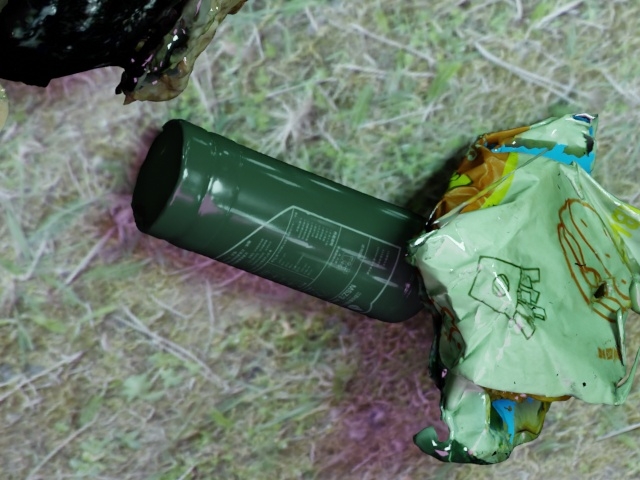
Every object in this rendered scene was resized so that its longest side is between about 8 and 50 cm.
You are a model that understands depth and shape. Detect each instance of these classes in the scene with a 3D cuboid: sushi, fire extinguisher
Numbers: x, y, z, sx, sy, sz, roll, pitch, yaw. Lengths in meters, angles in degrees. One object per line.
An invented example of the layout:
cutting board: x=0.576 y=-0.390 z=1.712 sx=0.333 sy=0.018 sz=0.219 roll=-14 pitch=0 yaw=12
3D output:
sushi: x=-0.129 y=-0.205 z=1.340 sx=0.219 sy=0.225 sz=0.238 roll=13 pitch=148 yaw=-32
fire extinguisher: x=0.000 y=0.000 z=1.568 sx=0.311 sy=0.095 sz=0.114 roll=20 pitch=155 yaw=-24

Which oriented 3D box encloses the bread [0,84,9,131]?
bread: x=-0.340 y=-0.114 z=1.384 sx=0.182 sy=0.039 sz=0.251 roll=-28 pitch=148 yaw=4

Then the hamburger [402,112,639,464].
hamburger: x=0.185 y=0.051 z=1.564 sx=0.260 sy=0.150 sz=0.276 roll=-30 pitch=119 yaw=-50
